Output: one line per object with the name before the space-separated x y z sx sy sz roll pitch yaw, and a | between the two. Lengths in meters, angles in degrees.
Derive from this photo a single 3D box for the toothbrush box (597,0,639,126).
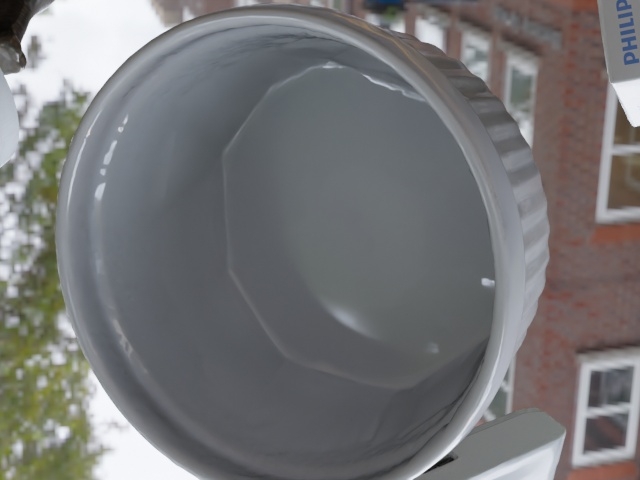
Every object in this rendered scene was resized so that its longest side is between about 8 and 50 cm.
toothbrush box | 0.332 -0.212 0.941 0.283 0.206 0.122 -10 166 18

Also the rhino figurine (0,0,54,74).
rhino figurine | -0.123 -0.168 0.586 0.073 0.243 0.106 25 -124 -10

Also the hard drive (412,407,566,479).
hard drive | 0.059 0.308 1.044 0.233 0.353 0.047 -16 -143 -36

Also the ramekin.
ramekin | 0.000 0.000 0.598 0.207 0.207 0.109 10 -165 24

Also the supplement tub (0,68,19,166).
supplement tub | -0.151 -0.022 0.411 0.071 0.071 0.107 15 -137 33
